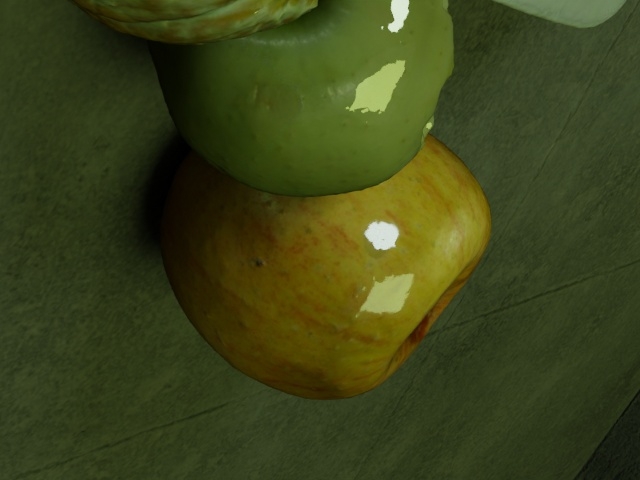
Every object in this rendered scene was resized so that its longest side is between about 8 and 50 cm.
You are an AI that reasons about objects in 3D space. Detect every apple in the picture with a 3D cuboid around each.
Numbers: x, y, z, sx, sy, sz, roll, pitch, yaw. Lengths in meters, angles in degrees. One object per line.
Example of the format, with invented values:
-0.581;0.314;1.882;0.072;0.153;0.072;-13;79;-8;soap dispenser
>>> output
0.000;0.000;1.400;0.299;0.275;0.299;-47;163;-20;apple
-0.010;-0.162;1.148;0.279;0.279;0.279;-33;152;-20;apple

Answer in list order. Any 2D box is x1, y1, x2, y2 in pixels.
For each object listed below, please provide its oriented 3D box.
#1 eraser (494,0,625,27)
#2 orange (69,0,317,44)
0.188;-0.325;1.303;0.331;0.150;0.331;-32;151;-20;eraser
-0.064;-0.270;0.889;0.329;0.249;0.329;-36;170;-7;orange
